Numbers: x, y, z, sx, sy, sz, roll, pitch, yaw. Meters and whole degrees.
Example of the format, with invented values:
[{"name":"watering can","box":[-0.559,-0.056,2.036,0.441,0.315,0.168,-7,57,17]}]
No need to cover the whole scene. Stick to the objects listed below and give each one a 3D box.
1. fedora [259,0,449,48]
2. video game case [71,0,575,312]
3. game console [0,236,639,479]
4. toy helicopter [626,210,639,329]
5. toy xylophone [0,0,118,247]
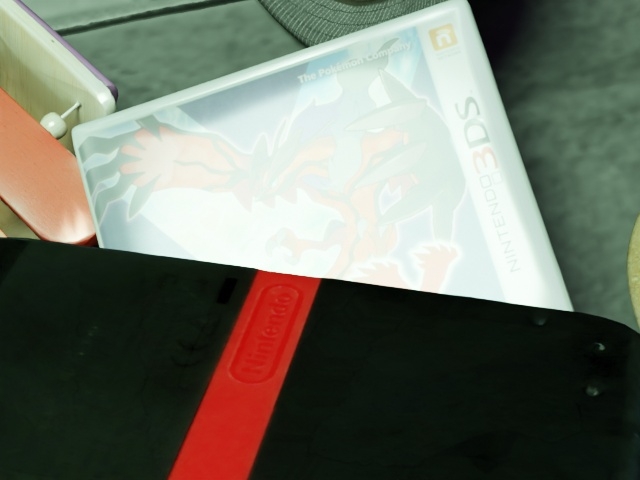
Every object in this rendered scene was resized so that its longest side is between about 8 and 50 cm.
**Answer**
[{"name":"fedora","box":[0.042,-0.226,0.958,0.124,0.243,0.275,-14,44,-36]},{"name":"video game case","box":[0.000,0.000,0.834,0.201,0.023,0.183,-18,72,5]},{"name":"game console","box":[-0.059,0.127,0.646,0.342,0.060,0.386,8,33,8]},{"name":"toy helicopter","box":[0.238,0.079,0.767,0.235,0.140,0.355,-37,45,12]},{"name":"toy xylophone","box":[-0.223,0.021,0.893,0.236,0.081,0.322,34,69,22]}]
